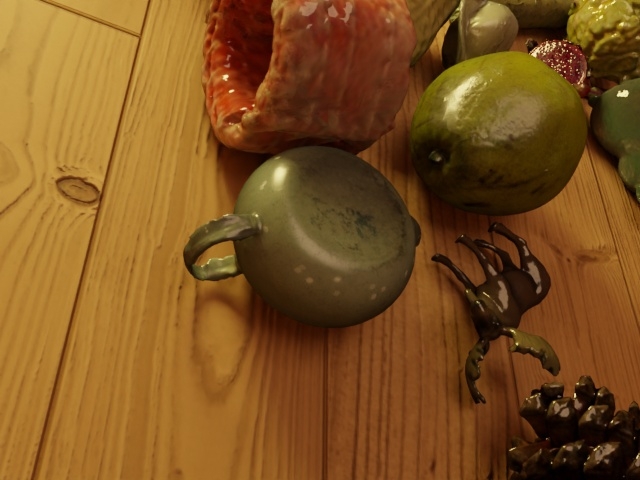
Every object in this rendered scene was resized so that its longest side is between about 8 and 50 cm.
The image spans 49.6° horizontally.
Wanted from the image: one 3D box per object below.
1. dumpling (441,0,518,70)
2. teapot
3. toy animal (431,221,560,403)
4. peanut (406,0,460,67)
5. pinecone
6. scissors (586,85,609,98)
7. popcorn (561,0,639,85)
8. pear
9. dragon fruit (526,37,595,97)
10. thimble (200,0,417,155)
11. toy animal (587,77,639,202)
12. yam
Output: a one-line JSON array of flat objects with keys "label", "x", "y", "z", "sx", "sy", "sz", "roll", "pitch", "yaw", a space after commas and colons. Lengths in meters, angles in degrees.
[{"label": "dumpling", "x": 0.231, "y": -0.292, "z": 1.052, "sx": 0.092, "sy": 0.176, "sz": 0.150, "roll": 34, "pitch": 80, "yaw": 10}, {"label": "teapot", "x": 0.000, "y": 0.000, "z": 0.711, "sx": 0.294, "sy": 0.129, "sz": 0.193, "roll": -5, "pitch": 62, "yaw": -32}, {"label": "toy animal", "x": 0.212, "y": 0.076, "z": 0.807, "sx": 0.214, "sy": 0.094, "sz": 0.186, "roll": -20, "pitch": 74, "yaw": -42}, {"label": "peanut", "x": 0.101, "y": -0.327, "z": 0.982, "sx": 0.152, "sy": 0.152, "sz": 0.313, "roll": 35, "pitch": 55, "yaw": -6}, {"label": "pinecone", "x": 0.265, "y": 0.236, "z": 0.671, "sx": 0.204, "sy": 0.179, "sz": 0.184, "roll": 55, "pitch": 7, "yaw": 18}, {"label": "scissors", "x": 0.491, "y": -0.276, "z": 1.270, "sx": 0.187, "sy": 0.020, "sz": 0.133, "roll": 20, "pitch": 46, "yaw": -18}, {"label": "popcorn", "x": 0.542, "y": -0.389, "z": 1.255, "sx": 0.187, "sy": 0.185, "sz": 0.167, "roll": -42, "pitch": 57, "yaw": -8}, {"label": "pear", "x": 0.226, "y": -0.134, "z": 0.886, "sx": 0.269, "sy": 0.212, "sz": 0.212, "roll": -25, "pitch": 74, "yaw": -35}, {"label": "dragon fruit", "x": 0.400, "y": -0.278, "z": 1.177, "sx": 0.126, "sy": 0.068, "sz": 0.112, "roll": 21, "pitch": 85, "yaw": 25}, {"label": "thimble", "x": -0.019, "y": -0.203, "z": 0.765, "sx": 0.162, "sy": 0.239, "sz": 0.239, "roll": 4, "pitch": 57, "yaw": -32}, {"label": "toy animal", "x": 0.537, "y": -0.140, "z": 1.159, "sx": 0.125, "sy": 0.127, "sz": 0.251, "roll": 13, "pitch": 67, "yaw": -38}, {"label": "yam", "x": 0.379, "y": -0.422, "z": 1.266, "sx": 0.371, "sy": 0.083, "sz": 0.083, "roll": -17, "pitch": 69, "yaw": -38}]
